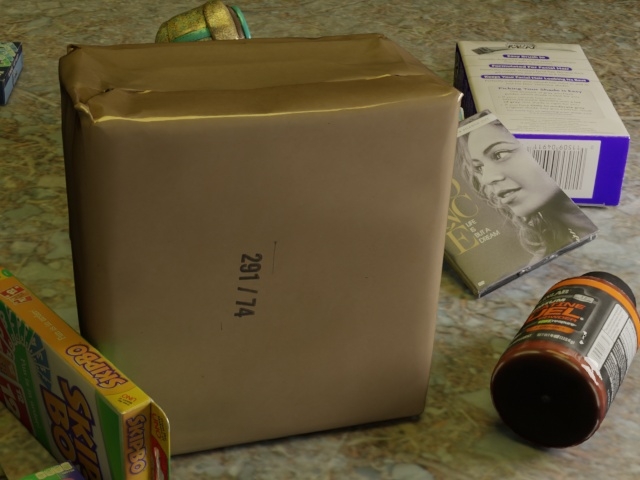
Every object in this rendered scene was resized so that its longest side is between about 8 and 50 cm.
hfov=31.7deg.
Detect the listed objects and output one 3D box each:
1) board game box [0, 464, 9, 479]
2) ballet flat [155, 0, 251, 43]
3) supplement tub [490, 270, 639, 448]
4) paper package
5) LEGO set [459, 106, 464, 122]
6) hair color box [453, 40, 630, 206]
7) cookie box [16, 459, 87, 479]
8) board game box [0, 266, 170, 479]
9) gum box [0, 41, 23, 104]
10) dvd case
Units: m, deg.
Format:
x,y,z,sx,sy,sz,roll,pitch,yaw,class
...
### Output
x,y,z,sx,sy,sz,roll,pitch,yaw,class
-0.353,0.192,0.891,0.186,0.026,0.126,-13,33,-28,board game box
-0.141,-0.169,1.324,0.123,0.348,0.123,1,74,-3,ballet flat
0.237,0.101,1.053,0.106,0.106,0.198,17,31,22,supplement tub
-0.056,-0.001,0.969,0.309,0.325,0.168,-6,30,-16,paper package
0.094,-0.087,1.363,0.182,0.060,0.244,-1,49,1,LEGO set
0.288,-0.167,1.536,0.185,0.110,0.339,2,31,0,hair color box
-0.203,0.223,0.842,0.091,0.040,0.107,-18,37,-35,cookie box
-0.204,0.131,0.920,0.039,0.124,0.259,-24,39,-37,board game box
-0.538,-0.247,1.636,0.184,0.041,0.157,0,29,-5,gum box
0.186,-0.049,1.293,0.164,0.018,0.221,-25,55,-15,dvd case
